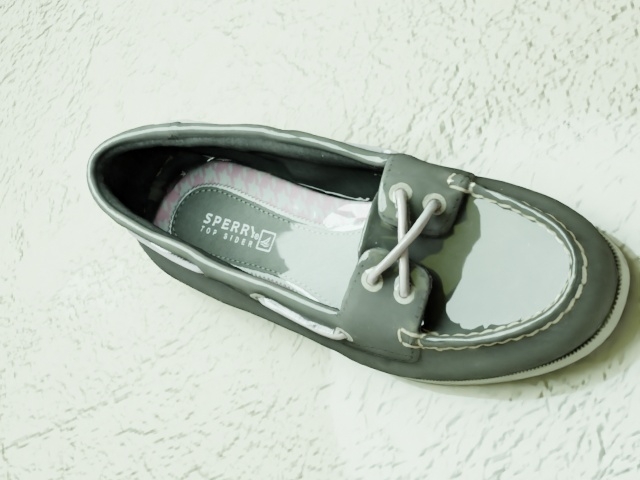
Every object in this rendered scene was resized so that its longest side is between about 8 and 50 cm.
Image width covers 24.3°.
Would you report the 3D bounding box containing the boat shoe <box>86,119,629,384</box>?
[{"bbox_3d":[0.000,0.000,0.797,0.335,0.095,0.112,13,80,43],"label":"boat shoe"}]
